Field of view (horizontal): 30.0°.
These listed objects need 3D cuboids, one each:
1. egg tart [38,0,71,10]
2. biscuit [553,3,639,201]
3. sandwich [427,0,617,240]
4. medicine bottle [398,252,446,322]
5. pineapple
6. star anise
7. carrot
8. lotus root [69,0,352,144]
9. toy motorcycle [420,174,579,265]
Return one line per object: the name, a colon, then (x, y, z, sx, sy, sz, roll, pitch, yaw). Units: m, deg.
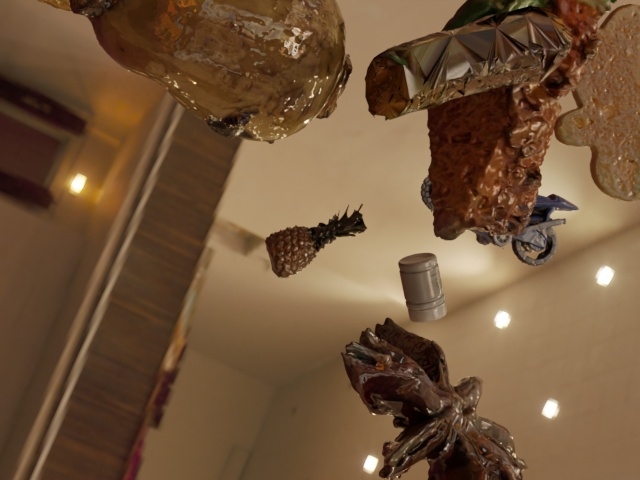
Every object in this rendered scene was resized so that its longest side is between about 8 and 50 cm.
egg tart: (-0.220, -0.378, 1.185, 0.128, 0.319, 0.319, 29, -88, 39)
biscuit: (0.354, -0.162, 1.457, 0.030, 0.153, 0.234, -169, -116, -85)
sandwich: (0.173, -0.142, 1.233, 0.250, 0.162, 0.301, 124, -14, -77)
medicine bottle: (0.150, 0.069, 1.756, 0.058, 0.058, 0.091, -143, -141, -72)
pineapple: (0.000, 0.000, 1.363, 0.124, 0.058, 0.058, -19, -163, -9)
star anise: (0.112, 0.178, 1.176, 0.088, 0.288, 0.288, -39, -154, 21)
carrot: (0.127, -0.151, 1.007, 0.229, 0.069, 0.069, -21, 167, -40)
lotus root: (-0.072, -0.163, 0.960, 0.140, 0.257, 0.154, -11, -113, 58)
toy motorcycle: (0.234, -0.051, 1.569, 0.114, 0.205, 0.076, -62, -170, -4)
